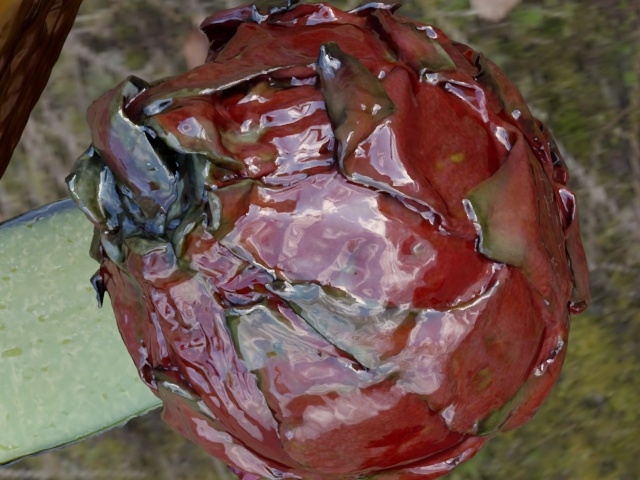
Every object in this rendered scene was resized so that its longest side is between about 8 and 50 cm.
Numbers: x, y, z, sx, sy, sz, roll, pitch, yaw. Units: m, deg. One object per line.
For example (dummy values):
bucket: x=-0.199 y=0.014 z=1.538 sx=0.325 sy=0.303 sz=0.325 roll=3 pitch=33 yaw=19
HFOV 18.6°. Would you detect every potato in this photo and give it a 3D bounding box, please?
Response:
potato: x=-0.172 y=0.051 z=1.366 sx=0.271 sy=0.111 sz=0.160 roll=-23 pitch=95 yaw=8

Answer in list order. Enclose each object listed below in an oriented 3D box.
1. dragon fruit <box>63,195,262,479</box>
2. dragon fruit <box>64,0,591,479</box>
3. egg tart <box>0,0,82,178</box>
dragon fruit: x=-0.059 y=0.028 z=1.476 sx=0.262 sy=0.134 sz=0.211 roll=50 pitch=121 yaw=16
dragon fruit: x=0.000 y=0.000 z=0.963 sx=0.244 sy=0.299 sz=0.244 roll=-24 pitch=55 yaw=40
egg tart: x=-0.134 y=-0.053 z=0.405 sx=0.147 sy=0.202 sz=0.203 roll=27 pitch=117 yaw=-4
